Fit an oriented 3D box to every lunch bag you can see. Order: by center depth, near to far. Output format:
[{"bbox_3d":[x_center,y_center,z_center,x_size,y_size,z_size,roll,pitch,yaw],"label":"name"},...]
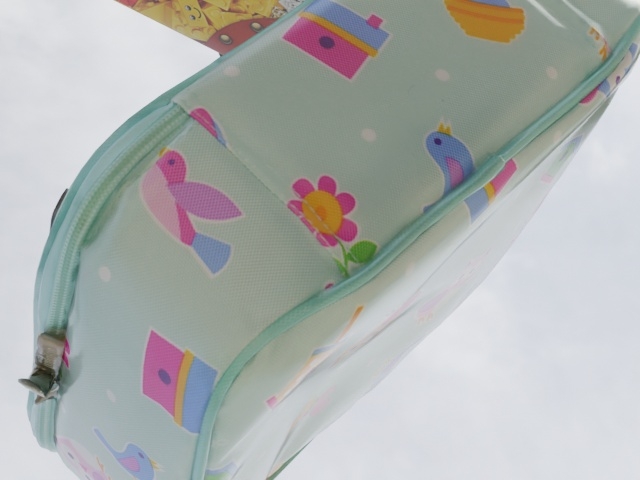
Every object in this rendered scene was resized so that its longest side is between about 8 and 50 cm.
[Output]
[{"bbox_3d":[0.000,0.000,0.540,0.108,0.224,0.279,44,-123,12],"label":"lunch bag"}]

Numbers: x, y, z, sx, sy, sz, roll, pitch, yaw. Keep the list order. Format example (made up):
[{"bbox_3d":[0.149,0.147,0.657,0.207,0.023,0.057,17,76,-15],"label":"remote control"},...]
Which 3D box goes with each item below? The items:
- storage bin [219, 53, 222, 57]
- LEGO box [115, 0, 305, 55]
[{"bbox_3d":[-0.040,-0.162,1.187,0.084,0.122,0.180,-19,-53,4],"label":"storage bin"},{"bbox_3d":[-0.079,-0.402,0.804,0.372,0.193,0.500,26,-124,-11],"label":"LEGO box"}]
